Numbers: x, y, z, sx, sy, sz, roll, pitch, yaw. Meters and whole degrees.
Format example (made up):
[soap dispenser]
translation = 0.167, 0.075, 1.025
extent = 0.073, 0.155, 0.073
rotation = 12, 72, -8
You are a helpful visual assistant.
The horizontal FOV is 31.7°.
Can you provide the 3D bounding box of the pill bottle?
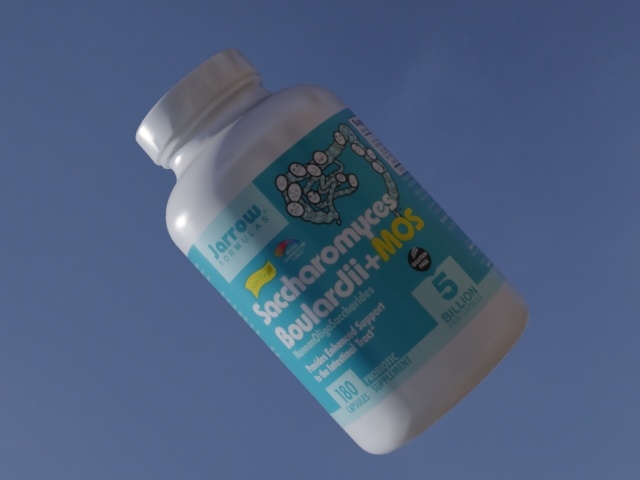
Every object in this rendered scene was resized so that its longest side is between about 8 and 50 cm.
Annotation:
[pill bottle]
translation = 0.000, 0.000, 0.741
extent = 0.146, 0.264, 0.146
rotation = -43, -3, -3
